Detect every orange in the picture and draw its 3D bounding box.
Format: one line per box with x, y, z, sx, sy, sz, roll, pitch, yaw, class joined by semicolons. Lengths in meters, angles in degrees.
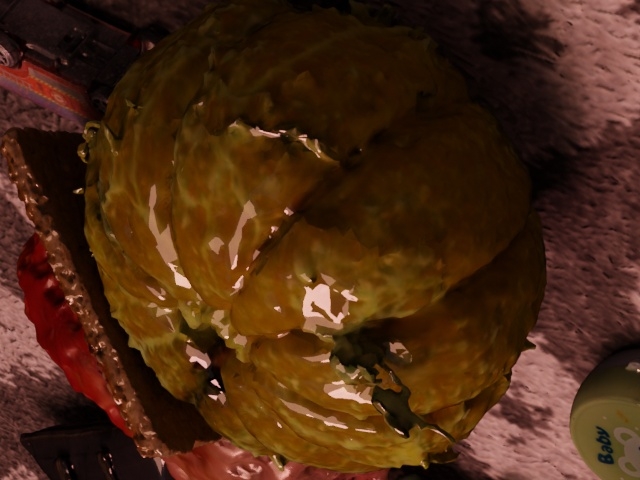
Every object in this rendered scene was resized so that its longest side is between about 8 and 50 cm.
0.000;0.000;1.113;0.300;0.223;0.301;51;148;5;orange

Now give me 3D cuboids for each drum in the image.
0.269;0.124;1.161;0.253;0.049;0.130;3;133;41;drum

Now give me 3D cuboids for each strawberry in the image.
-0.096;0.089;1.371;0.336;0.149;0.265;20;144;26;strawberry

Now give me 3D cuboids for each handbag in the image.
-0.140;0.225;1.632;0.211;0.089;0.254;47;149;-17;handbag

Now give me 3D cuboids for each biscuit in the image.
-0.129;0.033;1.206;0.025;0.131;0.231;-29;81;18;biscuit

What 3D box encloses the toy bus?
-0.161;-0.117;1.267;0.192;0.065;0.077;27;156;17;toy bus

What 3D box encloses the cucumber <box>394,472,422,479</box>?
0.056;0.236;1.428;0.115;0.062;0.116;63;164;18;cucumber
